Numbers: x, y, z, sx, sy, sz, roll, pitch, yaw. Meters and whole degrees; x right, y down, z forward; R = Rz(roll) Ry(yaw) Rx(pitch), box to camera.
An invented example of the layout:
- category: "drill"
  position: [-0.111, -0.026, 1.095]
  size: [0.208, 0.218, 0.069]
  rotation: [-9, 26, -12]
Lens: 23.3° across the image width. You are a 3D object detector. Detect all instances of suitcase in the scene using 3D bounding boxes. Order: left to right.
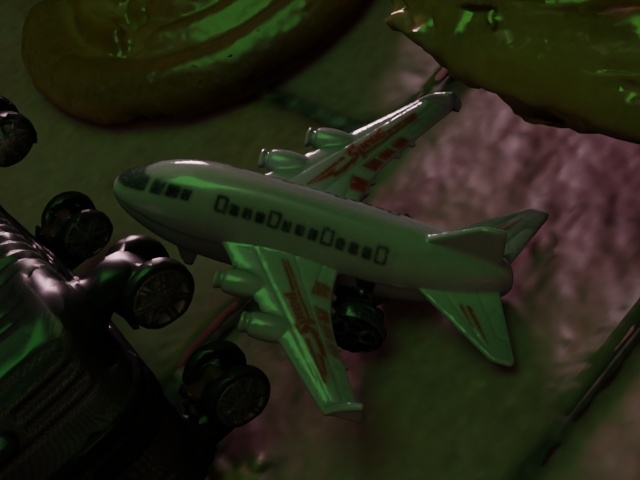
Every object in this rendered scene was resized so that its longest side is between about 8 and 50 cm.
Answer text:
- category: "suitcase"
  position: [-0.194, 0.095, 0.612]
  size: [0.312, 0.128, 0.202]
  rotation: [-41, 44, -8]

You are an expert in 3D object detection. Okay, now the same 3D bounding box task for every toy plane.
- category: "toy plane"
  position: [0.000, 0.000, 0.622]
  size: [0.171, 0.065, 0.162]
  rotation: [9, 53, 14]

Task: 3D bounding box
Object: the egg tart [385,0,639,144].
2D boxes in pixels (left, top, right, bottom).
- category: "egg tart"
  position: [0.189, -0.142, 0.588]
  size: [0.352, 0.150, 0.352]
  rotation: [-15, 48, 17]

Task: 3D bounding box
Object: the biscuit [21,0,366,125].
- category: "biscuit"
  position: [-0.056, -0.124, 0.798]
  size: [0.224, 0.033, 0.144]
  rotation: [-25, 43, 9]
